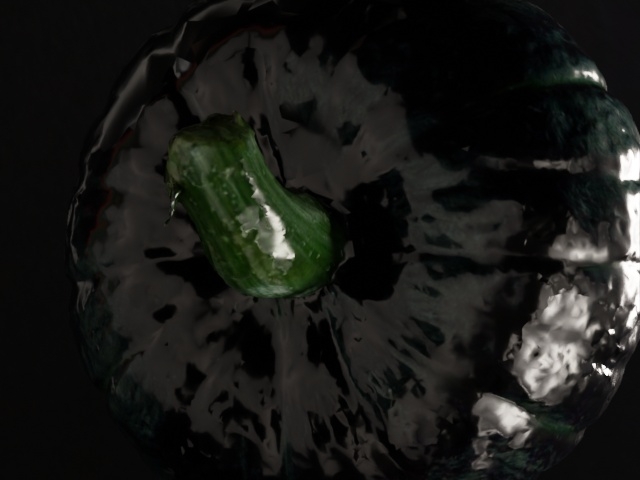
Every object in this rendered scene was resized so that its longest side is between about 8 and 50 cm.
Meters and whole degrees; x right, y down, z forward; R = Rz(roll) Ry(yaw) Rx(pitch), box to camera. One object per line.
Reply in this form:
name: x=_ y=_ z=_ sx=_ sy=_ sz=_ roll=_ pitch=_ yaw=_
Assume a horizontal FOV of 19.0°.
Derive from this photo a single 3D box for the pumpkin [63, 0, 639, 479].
pumpkin: x=0.000 y=0.000 z=0.751 sx=0.248 sy=0.248 sz=0.248 roll=-5 pitch=-60 yaw=-9
